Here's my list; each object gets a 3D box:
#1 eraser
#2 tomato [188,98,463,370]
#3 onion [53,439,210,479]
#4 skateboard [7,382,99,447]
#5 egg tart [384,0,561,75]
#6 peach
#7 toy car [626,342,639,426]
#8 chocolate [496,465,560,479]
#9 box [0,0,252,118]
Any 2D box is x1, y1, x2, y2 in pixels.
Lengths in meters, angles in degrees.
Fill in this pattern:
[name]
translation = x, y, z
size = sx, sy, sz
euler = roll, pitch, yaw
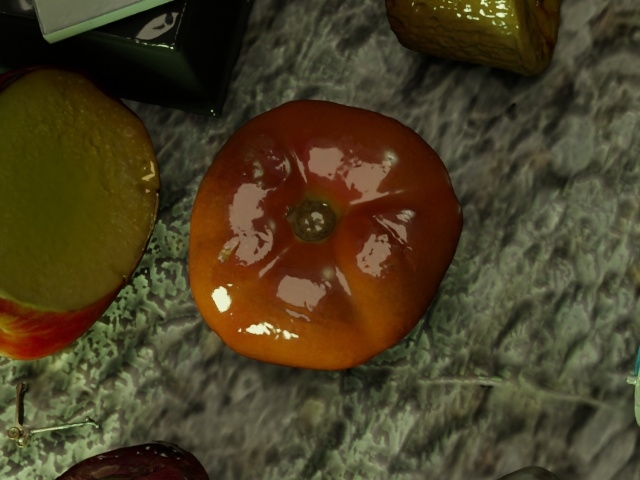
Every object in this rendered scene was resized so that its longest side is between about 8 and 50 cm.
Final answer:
[eraser]
translation = -0.190, -0.248, 1.357
size = 0.150, 0.023, 0.103
euler = -19, 76, 3
[tomato]
translation = 0.004, 0.001, 1.388
size = 0.260, 0.180, 0.259
euler = -2, 76, 7
[onion]
translation = -0.174, 0.269, 1.358
size = 0.184, 0.184, 0.147
euler = -26, 113, 0
[skateboard]
translation = -0.256, 0.164, 1.459
size = 0.083, 0.032, 0.063
euler = -6, 62, 9
[egg tart]
translation = 0.144, -0.257, 1.444
size = 0.147, 0.202, 0.202
euler = 2, 73, 18
[peach]
translation = -0.289, -0.040, 1.416
size = 0.245, 0.248, 0.274
euler = 16, 61, 33
[toy car]
translation = 0.425, 0.124, 1.298
size = 0.314, 0.198, 0.166
euler = 10, 43, 9
[chocolate]
translation = 0.098, 0.317, 1.325
size = 0.303, 0.100, 0.185
euler = -19, 68, -1
[box]
translation = -0.188, -0.326, 1.492
size = 0.251, 0.204, 0.345
euler = 12, 80, 11
